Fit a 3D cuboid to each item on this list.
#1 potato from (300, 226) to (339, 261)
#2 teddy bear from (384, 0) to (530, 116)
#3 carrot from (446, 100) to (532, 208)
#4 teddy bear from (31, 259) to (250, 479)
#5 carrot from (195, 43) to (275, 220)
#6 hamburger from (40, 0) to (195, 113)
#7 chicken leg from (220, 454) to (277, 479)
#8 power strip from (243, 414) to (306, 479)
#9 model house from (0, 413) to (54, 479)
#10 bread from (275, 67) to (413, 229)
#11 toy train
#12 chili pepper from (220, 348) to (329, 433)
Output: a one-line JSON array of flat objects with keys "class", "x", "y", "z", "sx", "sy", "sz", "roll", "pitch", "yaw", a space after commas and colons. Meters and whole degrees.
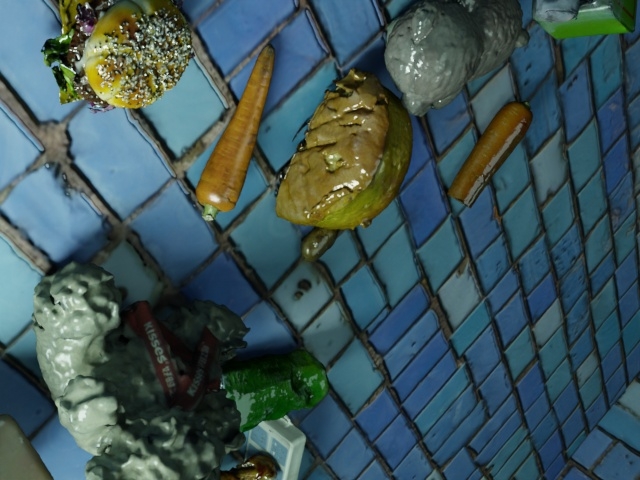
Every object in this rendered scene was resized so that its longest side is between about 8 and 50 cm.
[{"class": "potato", "x": 0.000, "y": 0.000, "z": 1.655, "sx": 0.083, "sy": 0.040, "sz": 0.051, "roll": -50, "pitch": 141, "yaw": -10}, {"class": "teddy bear", "x": 0.198, "y": -0.304, "z": 1.544, "sx": 0.267, "sy": 0.151, "sz": 0.236, "roll": -30, "pitch": 136, "yaw": -35}, {"class": "carrot", "x": 0.318, "y": -0.166, "z": 1.886, "sx": 0.225, "sy": 0.067, "sz": 0.067, "roll": -56, "pitch": 146, "yaw": 3}, {"class": "teddy bear", "x": -0.203, "y": 0.231, "z": 1.316, "sx": 0.224, "sy": 0.367, "sz": 0.357, "roll": -48, "pitch": 143, "yaw": 12}, {"class": "carrot", "x": -0.112, "y": -0.148, "z": 1.392, "sx": 0.061, "sy": 0.061, "sz": 0.256, "roll": 14, "pitch": 98, "yaw": -54}, {"class": "hamburger", "x": -0.222, "y": -0.217, "z": 1.151, "sx": 0.189, "sy": 0.093, "sz": 0.164, "roll": -30, "pitch": 139, "yaw": -30}, {"class": "chicken leg", "x": -0.181, "y": 0.415, "z": 1.709, "sx": 0.251, "sy": 0.107, "sz": 0.087, "roll": -6, "pitch": 145, "yaw": -40}, {"class": "power strip", "x": -0.100, "y": 0.468, "z": 1.867, "sx": 0.043, "sy": 0.106, "sz": 0.367, "roll": -22, "pitch": 134, "yaw": -43}, {"class": "model house", "x": -0.458, "y": 0.320, "z": 1.234, "sx": 0.229, "sy": 0.219, "sz": 0.199, "roll": -24, "pitch": 180, "yaw": 39}, {"class": "bread", "x": 0.052, "y": -0.115, "z": 1.530, "sx": 0.160, "sy": 0.147, "sz": 0.260, "roll": 22, "pitch": 100, "yaw": -53}, {"class": "toy train", "x": 0.405, "y": -0.474, "z": 1.578, "sx": 0.249, "sy": 0.173, "sz": 0.307, "roll": 13, "pitch": 81, "yaw": -54}, {"class": "chili pepper", "x": -0.085, "y": 0.254, "z": 1.720, "sx": 0.270, "sy": 0.099, "sz": 0.136, "roll": -7, "pitch": 99, "yaw": -41}]
